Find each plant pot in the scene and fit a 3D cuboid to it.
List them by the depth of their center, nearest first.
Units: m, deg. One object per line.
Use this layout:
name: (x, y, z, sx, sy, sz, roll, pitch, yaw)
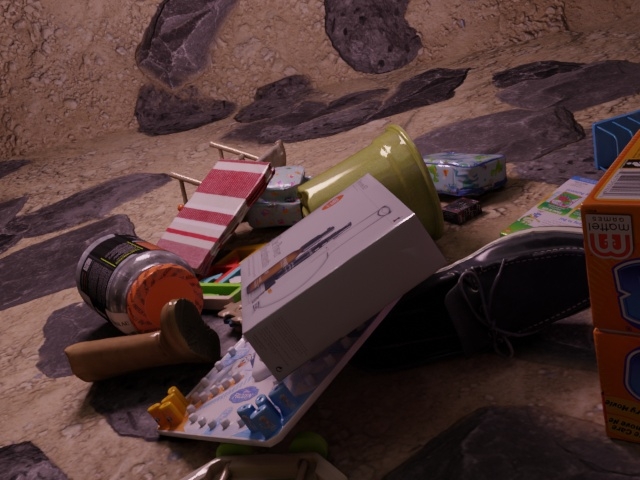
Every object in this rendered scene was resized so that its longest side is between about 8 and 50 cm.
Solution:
plant pot: (0.095, -0.081, 1.725, 0.254, 0.276, 0.276, -23, 24, -6)

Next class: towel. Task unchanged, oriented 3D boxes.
towel: (-0.268, -0.065, 1.936, 0.237, 0.037, 0.329, 11, 61, 47)

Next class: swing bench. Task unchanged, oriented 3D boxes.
swing bench: (-0.253, -0.171, 2.270, 0.255, 0.165, 0.253, 3, 28, 24)

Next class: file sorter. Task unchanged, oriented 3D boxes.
file sorter: (0.746, -0.231, 1.849, 0.170, 0.118, 0.104, -17, 26, -4)

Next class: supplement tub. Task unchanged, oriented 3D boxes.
supplement tub: (-0.383, 0.100, 1.668, 0.194, 0.193, 0.316, -27, 23, -26)

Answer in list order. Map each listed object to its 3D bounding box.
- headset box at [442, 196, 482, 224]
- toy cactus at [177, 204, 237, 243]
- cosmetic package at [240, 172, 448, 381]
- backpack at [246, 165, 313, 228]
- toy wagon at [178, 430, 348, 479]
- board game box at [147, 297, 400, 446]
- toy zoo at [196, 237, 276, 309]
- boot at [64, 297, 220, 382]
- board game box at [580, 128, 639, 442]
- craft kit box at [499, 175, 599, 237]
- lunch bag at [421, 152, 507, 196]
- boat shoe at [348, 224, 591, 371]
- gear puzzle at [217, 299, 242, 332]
headset box: (0.326, -0.068, 1.840, 0.083, 0.032, 0.062, -25, 25, -26)
toy cactus: (-0.278, -0.068, 2.069, 0.219, 0.112, 0.180, -47, 56, 16)
cosmetic package: (0.014, 0.035, 1.225, 0.284, 0.097, 0.377, -33, 15, 2)
backpack: (-0.111, -0.109, 2.063, 0.189, 0.144, 0.166, -13, 28, 12)
toy wagon: (-0.133, 0.376, 1.067, 0.345, 0.068, 0.267, -8, 24, 17)
board game box: (-0.068, 0.166, 1.285, 0.390, 0.050, 0.390, -46, 17, -32)
toy zoo: (-0.183, 0.072, 1.812, 0.192, 0.030, 0.293, -3, 25, 38)
boot: (-0.345, 0.196, 1.454, 0.270, 0.236, 0.089, -9, 59, 8)
board game box: (0.586, 0.043, 1.017, 0.356, 0.356, 0.356, 4, 29, 37)
craft kit box: (0.531, -0.028, 1.552, 0.247, 0.060, 0.250, -31, 31, -25)
lunch bag: (0.346, -0.171, 1.968, 0.176, 0.090, 0.219, -19, 20, -40)
boat shoe: (0.255, 0.111, 1.298, 0.501, 0.186, 0.156, -15, 24, 16)
gear puzzle: (-0.041, 0.113, 1.650, 0.339, 0.044, 0.176, -28, 25, -35)
